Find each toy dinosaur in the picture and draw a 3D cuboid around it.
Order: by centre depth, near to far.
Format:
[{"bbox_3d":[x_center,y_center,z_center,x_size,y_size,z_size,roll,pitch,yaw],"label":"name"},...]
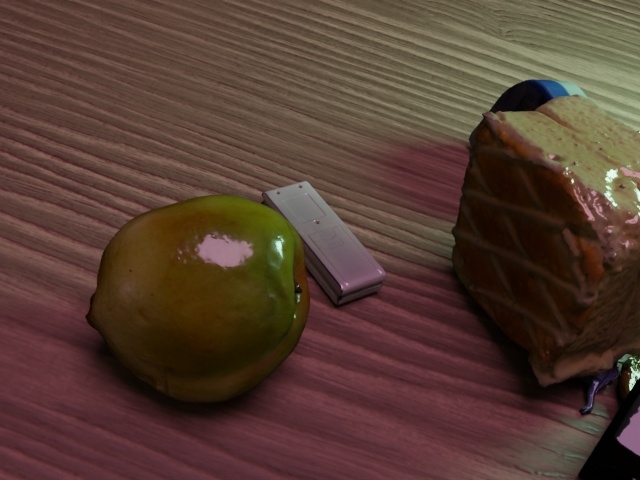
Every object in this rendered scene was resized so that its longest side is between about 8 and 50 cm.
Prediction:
[{"bbox_3d":[0.491,0.229,1.485,0.080,0.045,0.197,31,53,10],"label":"toy dinosaur"}]

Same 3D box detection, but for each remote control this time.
[{"bbox_3d":[0.000,0.000,1.558,0.103,0.055,0.277,-17,52,-31],"label":"remote control"}]

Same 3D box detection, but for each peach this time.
[{"bbox_3d":[-0.176,0.073,1.266,0.316,0.281,0.314,11,48,6],"label":"peach"}]

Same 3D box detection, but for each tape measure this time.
[{"bbox_3d":[0.476,-0.217,1.795,0.138,0.262,0.259,4,44,-28],"label":"tape measure"}]

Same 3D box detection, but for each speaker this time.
[{"bbox_3d":[0.580,0.329,1.278,0.254,0.184,0.232,35,60,18],"label":"speaker"}]

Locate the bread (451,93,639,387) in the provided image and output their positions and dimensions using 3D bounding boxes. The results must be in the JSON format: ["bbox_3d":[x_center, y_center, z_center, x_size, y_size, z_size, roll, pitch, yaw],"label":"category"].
[{"bbox_3d":[0.430,-0.006,1.449,0.279,0.371,0.390,-9,41,-23],"label":"bread"}]

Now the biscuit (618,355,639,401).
[{"bbox_3d":[0.628,0.286,1.469,0.226,0.042,0.226,8,45,-8],"label":"biscuit"}]
